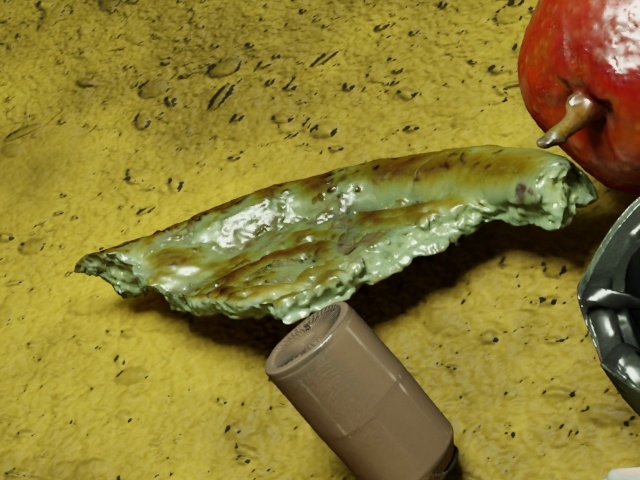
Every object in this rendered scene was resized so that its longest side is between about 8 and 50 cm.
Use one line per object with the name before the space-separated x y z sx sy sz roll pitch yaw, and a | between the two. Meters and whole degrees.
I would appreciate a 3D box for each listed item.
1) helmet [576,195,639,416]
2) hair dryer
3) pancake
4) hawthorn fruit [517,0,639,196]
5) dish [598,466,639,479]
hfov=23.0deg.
helmet | 0.230 0.050 0.856 0.153 0.107 0.177 -19 33 17
hair dryer | 0.012 0.086 0.961 0.064 0.117 0.181 -42 15 -4
pancake | -0.002 -0.005 1.054 0.376 0.054 0.197 -15 22 19
hawthorn fruit | 0.202 -0.102 0.954 0.196 0.196 0.225 16 33 41
dish | 0.222 0.159 0.687 0.229 0.229 0.081 2 73 31
